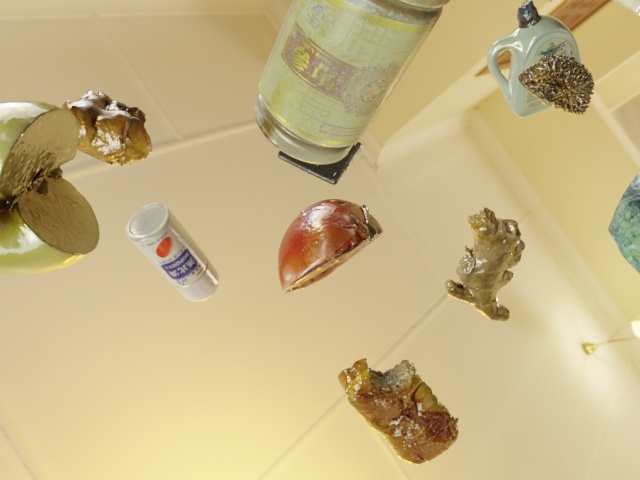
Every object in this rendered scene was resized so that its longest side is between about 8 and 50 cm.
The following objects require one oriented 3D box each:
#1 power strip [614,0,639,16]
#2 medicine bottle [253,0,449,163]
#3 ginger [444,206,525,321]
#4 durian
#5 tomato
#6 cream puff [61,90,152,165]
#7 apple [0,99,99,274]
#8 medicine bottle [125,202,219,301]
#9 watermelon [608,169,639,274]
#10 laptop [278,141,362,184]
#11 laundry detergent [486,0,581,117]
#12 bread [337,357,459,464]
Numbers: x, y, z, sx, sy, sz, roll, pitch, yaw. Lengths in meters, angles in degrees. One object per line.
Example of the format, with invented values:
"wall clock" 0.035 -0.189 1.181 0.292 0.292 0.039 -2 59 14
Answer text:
"power strip" 0.519 -0.553 1.142 0.106 0.043 0.367 -11 -128 -47
"medicine bottle" 0.041 -0.243 0.640 0.151 0.322 0.151 16 -133 -18
"ginger" 0.362 0.055 1.254 0.166 0.333 0.080 0 -137 1
"durian" 0.471 -0.310 1.107 0.148 0.091 0.188 41 -133 10
"tomato" 0.000 -0.006 1.448 0.309 0.309 0.170 -19 -104 -48
"cream puff" -0.580 -0.301 1.542 0.269 0.154 0.241 19 -153 2
"apple" -0.533 -0.090 0.984 0.233 0.295 0.258 -9 -154 -5
"medicine bottle" -0.398 0.051 1.591 0.341 0.130 0.130 64 -157 -48
"watermelon" 0.777 -0.047 1.160 0.258 0.387 0.228 31 180 -36
"laptop" -0.004 -0.260 1.637 0.207 0.026 0.154 29 -108 21
"laundry detergent" 0.542 -0.472 1.454 0.280 0.215 0.105 52 -158 -35
"bread" 0.207 0.417 1.416 0.380 0.185 0.109 51 -170 -30
